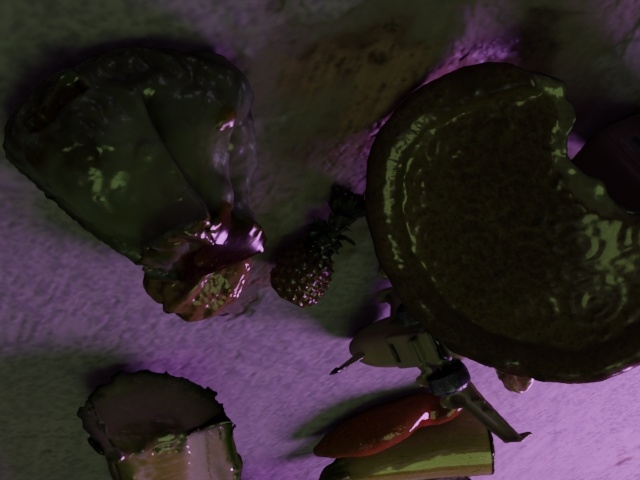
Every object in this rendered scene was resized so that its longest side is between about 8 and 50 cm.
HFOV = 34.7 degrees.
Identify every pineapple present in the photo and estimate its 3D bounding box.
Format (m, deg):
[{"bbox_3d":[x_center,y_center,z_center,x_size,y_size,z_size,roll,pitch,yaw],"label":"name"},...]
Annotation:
[{"bbox_3d":[0.000,0.000,0.914,0.058,0.058,0.124,10,121,-35],"label":"pineapple"}]

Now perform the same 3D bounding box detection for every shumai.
[{"bbox_3d":[-0.125,-0.034,0.719,0.184,0.141,0.184,-16,145,-12],"label":"shumai"}]

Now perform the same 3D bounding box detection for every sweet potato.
[{"bbox_3d":[0.085,0.221,1.231,0.202,0.058,0.055,-20,124,2],"label":"sweet potato"}]

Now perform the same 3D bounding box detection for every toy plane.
[{"bbox_3d":[0.105,0.093,0.990,0.256,0.241,0.104,-20,-170,46],"label":"toy plane"}]

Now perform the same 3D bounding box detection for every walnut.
[{"bbox_3d":[-0.102,0.022,0.859,0.079,0.082,0.096,39,110,-17],"label":"walnut"}]

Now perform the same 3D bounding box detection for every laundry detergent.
[{"bbox_3d":[0.338,-0.009,0.895,0.171,0.237,0.076,-23,154,-47],"label":"laundry detergent"}]

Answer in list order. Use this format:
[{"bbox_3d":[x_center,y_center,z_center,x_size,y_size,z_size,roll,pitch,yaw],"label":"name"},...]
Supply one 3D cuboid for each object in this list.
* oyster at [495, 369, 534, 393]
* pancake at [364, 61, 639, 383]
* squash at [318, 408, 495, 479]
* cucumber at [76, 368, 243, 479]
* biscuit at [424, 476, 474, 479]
[{"bbox_3d":[0.211,0.038,1.032,0.162,0.107,0.232,2,123,-13],"label":"oyster"},{"bbox_3d":[0.177,-0.009,0.828,0.286,0.033,0.288,-11,109,24],"label":"pancake"},{"bbox_3d":[0.104,0.271,1.282,0.224,0.094,0.094,-14,144,-1],"label":"squash"},{"bbox_3d":[-0.165,0.250,1.108,0.145,0.105,0.325,-17,143,-15],"label":"cucumber"},{"bbox_3d":[0.086,0.381,1.449,0.250,0.046,0.147,-11,145,-14],"label":"biscuit"}]
